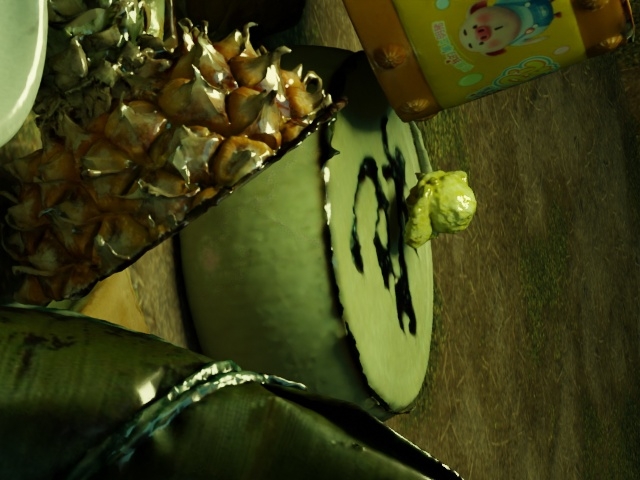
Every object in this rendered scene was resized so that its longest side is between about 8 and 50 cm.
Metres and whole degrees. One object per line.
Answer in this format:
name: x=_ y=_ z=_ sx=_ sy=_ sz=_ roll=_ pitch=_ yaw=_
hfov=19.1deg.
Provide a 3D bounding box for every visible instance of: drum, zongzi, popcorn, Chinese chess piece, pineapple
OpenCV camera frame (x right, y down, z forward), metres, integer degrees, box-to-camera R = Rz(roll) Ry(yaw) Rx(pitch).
drum: x=0.097 y=-0.326 z=1.626 sx=0.431 sy=0.214 sz=0.431 roll=-21 pitch=90 yaw=-81
zongzi: x=-0.146 y=0.115 z=1.038 sx=0.383 sy=0.319 sz=0.362 roll=125 pitch=-21 yaw=-43
popcorn: x=0.102 y=-0.029 z=1.684 sx=0.083 sy=0.068 sz=0.059 roll=-41 pitch=120 yaw=-29
Chinese chess piece: x=0.000 y=0.000 z=1.692 sx=0.349 sy=0.146 sz=0.349 roll=-6 pitch=90 yaw=-71
pineapple: x=-0.160 y=-0.129 z=1.239 sx=0.271 sy=0.262 sz=0.262 roll=56 pitch=24 yaw=-7

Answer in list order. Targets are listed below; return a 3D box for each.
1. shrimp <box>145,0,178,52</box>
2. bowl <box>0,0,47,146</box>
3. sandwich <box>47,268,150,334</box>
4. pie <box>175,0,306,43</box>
shrimp: x=-0.137 y=-0.162 z=1.496 sx=0.115 sy=0.051 sz=0.217 roll=44 pitch=43 yaw=-70
bowl: x=-0.256 y=-0.118 z=0.910 sx=0.435 sy=0.196 sz=0.434 roll=-7 pitch=90 yaw=-72
sandwich: x=-0.143 y=0.151 z=1.350 sx=0.212 sy=0.063 sz=0.245 roll=-64 pitch=143 yaw=-58
pie: x=-0.081 y=-0.234 z=1.658 sx=0.282 sy=0.068 sz=0.128 roll=-20 pitch=102 yaw=-66
